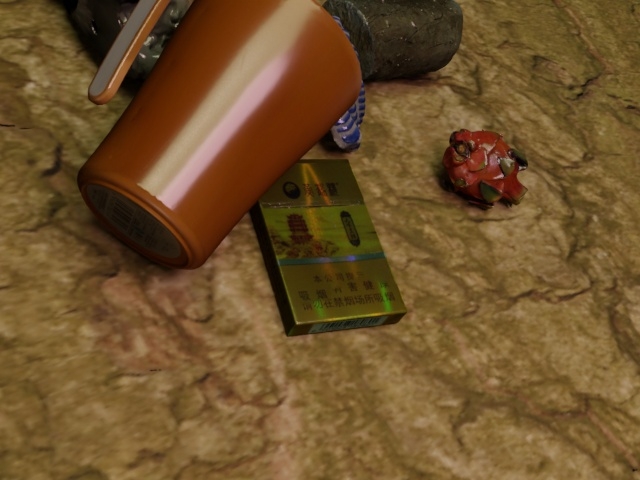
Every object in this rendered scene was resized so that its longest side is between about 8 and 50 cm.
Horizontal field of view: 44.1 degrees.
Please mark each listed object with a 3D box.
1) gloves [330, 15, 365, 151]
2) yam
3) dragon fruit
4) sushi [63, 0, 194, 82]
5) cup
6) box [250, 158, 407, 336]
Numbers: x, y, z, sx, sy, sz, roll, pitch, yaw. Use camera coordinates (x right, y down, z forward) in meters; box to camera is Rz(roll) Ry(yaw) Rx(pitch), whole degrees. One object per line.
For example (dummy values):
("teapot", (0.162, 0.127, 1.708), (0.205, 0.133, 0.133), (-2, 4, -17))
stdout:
("gloves", (-0.012, -0.196, 0.903), (0.119, 0.097, 0.229), (-28, 73, -4))
("yam", (0.095, -0.252, 0.977), (0.183, 0.107, 0.107), (-14, 63, -33))
("dragon fruit", (0.193, -0.081, 0.910), (0.116, 0.086, 0.081), (20, 12, -19))
("sushi", (-0.228, -0.290, 0.845), (0.130, 0.124, 0.332), (-21, 68, -42))
("cup", (-0.100, -0.125, 0.712), (0.182, 0.226, 0.264), (12, 58, 39))
("box", (0.000, 0.000, 0.797), (0.121, 0.030, 0.193), (-4, 58, -26))
